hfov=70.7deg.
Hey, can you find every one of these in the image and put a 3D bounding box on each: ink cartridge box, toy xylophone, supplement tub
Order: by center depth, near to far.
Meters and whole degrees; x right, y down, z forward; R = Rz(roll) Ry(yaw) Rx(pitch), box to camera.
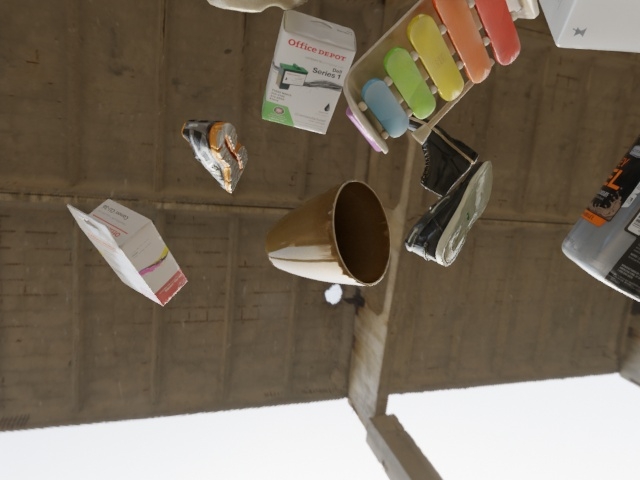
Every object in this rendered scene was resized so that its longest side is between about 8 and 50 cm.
[{"bbox_3d":[0.187,-0.272,0.699,0.236,0.081,0.323,27,-68,-43],"label":"toy xylophone"},{"bbox_3d":[-0.313,0.009,0.744,0.067,0.115,0.198,-51,-32,-29],"label":"ink cartridge box"},{"bbox_3d":[0.604,-0.069,0.777,0.207,0.207,0.338,19,-69,-23],"label":"supplement tub"},{"bbox_3d":[-0.031,-0.367,1.004,0.160,0.093,0.219,10,-41,-13],"label":"ink cartridge box"}]

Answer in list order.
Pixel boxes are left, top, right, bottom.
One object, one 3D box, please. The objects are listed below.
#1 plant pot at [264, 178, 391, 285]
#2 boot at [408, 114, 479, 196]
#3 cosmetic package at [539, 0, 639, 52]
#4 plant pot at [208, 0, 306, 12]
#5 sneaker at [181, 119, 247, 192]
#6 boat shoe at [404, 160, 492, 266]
[{"bbox_3d":[0.000,0.000,1.069,0.237,0.254,0.237,17,-112,-49],"label":"plant pot"},{"bbox_3d":[0.251,-0.198,1.065,0.197,0.077,0.137,37,-78,12],"label":"boot"},{"bbox_3d":[0.311,-0.338,0.425,0.138,0.225,0.224,7,-38,5],"label":"cosmetic package"},{"bbox_3d":[-0.127,-0.617,0.838,0.333,0.334,0.306,-11,-46,-16],"label":"plant pot"},{"bbox_3d":[-0.196,-0.163,0.856,0.083,0.215,0.084,16,-111,6],"label":"sneaker"},{"bbox_3d":[0.223,-0.059,0.754,0.233,0.079,0.084,-49,-45,-28],"label":"boat shoe"}]
